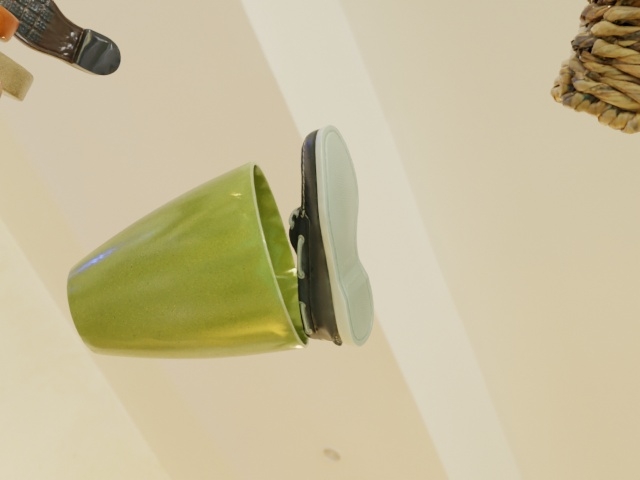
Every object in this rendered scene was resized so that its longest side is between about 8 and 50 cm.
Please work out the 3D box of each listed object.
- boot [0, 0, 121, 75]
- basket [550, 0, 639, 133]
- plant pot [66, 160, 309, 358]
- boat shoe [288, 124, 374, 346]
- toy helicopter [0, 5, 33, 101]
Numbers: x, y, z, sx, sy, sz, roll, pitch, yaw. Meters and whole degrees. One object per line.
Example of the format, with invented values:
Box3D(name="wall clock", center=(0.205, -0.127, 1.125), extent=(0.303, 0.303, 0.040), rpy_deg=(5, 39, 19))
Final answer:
Box3D(name="boot", center=(-0.405, -0.304, 1.034), extent=(0.219, 0.082, 0.106), rpy_deg=(32, -12, -39))
Box3D(name="basket", center=(0.330, -0.184, 0.557), extent=(0.213, 0.299, 0.223), rpy_deg=(31, -63, 32))
Box3D(name="plant pot", center=(-0.194, 0.058, 1.030), extent=(0.293, 0.275, 0.275), rpy_deg=(-16, -63, 4))
Box3D(name="boat shoe", center=(0.000, 0.000, 0.960), extent=(0.091, 0.114, 0.303), rpy_deg=(0, -77, 28))
Box3D(name="toy helicopter", center=(-0.435, -0.234, 0.682), extent=(0.235, 0.140, 0.355), rpy_deg=(28, -4, 43))
